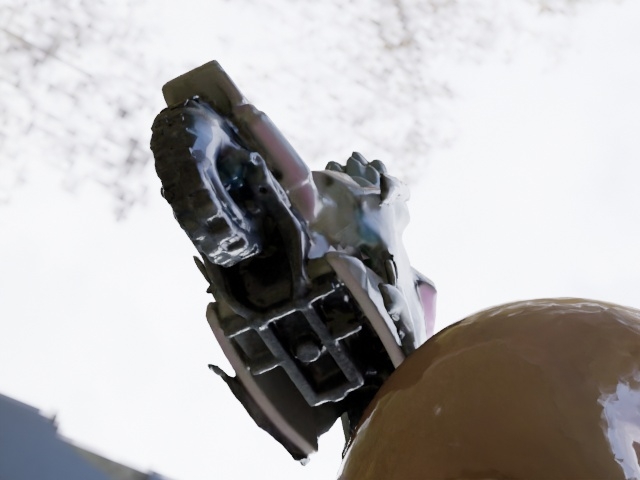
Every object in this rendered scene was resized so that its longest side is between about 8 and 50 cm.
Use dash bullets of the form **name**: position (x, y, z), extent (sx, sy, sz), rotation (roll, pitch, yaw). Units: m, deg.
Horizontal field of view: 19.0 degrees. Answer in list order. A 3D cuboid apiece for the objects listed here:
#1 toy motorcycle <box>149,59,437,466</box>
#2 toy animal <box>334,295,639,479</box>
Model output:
- **toy motorcycle**: position (-0.006, 0.002, 0.933), extent (0.108, 0.239, 0.204), rotation (-10, -147, 10)
- **toy animal**: position (0.060, 0.176, 0.748), extent (0.269, 0.237, 0.326), rotation (24, -77, 65)
